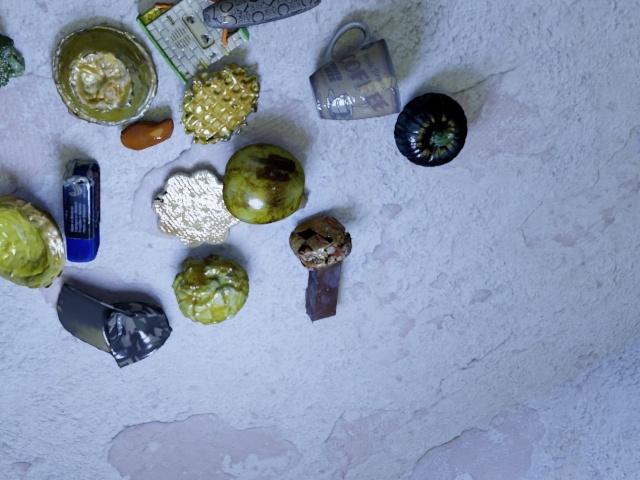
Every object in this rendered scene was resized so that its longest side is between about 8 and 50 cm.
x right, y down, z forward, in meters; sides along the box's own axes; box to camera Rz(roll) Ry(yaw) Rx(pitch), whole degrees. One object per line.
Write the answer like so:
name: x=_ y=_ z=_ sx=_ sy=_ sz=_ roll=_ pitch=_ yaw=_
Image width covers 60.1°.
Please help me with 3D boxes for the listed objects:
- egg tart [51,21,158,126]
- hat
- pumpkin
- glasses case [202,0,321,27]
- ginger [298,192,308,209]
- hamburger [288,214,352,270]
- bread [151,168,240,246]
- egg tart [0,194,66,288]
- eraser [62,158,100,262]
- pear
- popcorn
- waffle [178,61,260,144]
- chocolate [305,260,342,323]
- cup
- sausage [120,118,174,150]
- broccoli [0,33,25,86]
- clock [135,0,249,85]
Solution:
egg tart: x=-0.640 y=-0.472 z=1.634 sx=0.314 sy=0.120 sz=0.315 roll=-4 pitch=118 yaw=-7
hat: x=-0.767 y=0.273 z=2.070 sx=0.381 sy=0.257 sz=0.366 roll=44 pitch=128 yaw=8
pumpkin: x=0.372 y=-0.354 z=1.812 sx=0.247 sy=0.248 sz=0.248 roll=-4 pitch=121 yaw=-7
glasses case: x=-0.158 y=-0.651 z=1.540 sx=0.354 sy=0.137 sz=0.085 roll=-24 pitch=120 yaw=-28
ginger: x=-0.123 y=-0.147 z=1.954 sx=0.165 sy=0.067 sz=0.096 roll=-3 pitch=134 yaw=-7
hamburger: x=0.000 y=0.000 z=1.973 sx=0.230 sy=0.231 sz=0.107 roll=-21 pitch=130 yaw=3
bread: x=-0.427 y=-0.113 z=1.929 sx=0.315 sy=0.054 sz=0.316 roll=-4 pitch=120 yaw=-7
egg tart: x=-0.957 y=-0.006 z=1.808 sx=0.345 sy=0.132 sz=0.346 roll=9 pitch=118 yaw=17
eraser: x=-0.782 y=-0.093 z=1.817 sx=0.101 sy=0.155 sz=0.332 roll=3 pitch=120 yaw=-14
pear: x=-0.183 y=-0.181 z=1.801 sx=0.283 sy=0.284 sz=0.284 roll=-4 pitch=121 yaw=-7
popcorn: x=-0.387 y=0.170 z=1.995 sx=0.282 sy=0.282 sz=0.247 roll=1 pitch=118 yaw=-10
waffle: x=-0.308 y=-0.417 z=1.723 sx=0.262 sy=0.060 sz=0.281 roll=-15 pitch=140 yaw=-24
chocolate: x=0.014 y=0.167 z=2.153 sx=0.111 sy=0.112 sz=0.321 roll=-5 pitch=121 yaw=-18
cup: x=0.092 y=-0.514 z=1.705 sx=0.256 sy=0.227 sz=0.301 roll=-13 pitch=93 yaw=3
sausage: x=-0.544 y=-0.339 z=1.754 sx=0.179 sy=0.089 sz=0.089 roll=-14 pitch=122 yaw=5
broccoli: x=-0.918 y=-0.506 z=1.567 sx=0.138 sy=0.145 sz=0.162 roll=15 pitch=105 yaw=-53
clock: x=-0.362 y=-0.621 z=1.611 sx=0.255 sy=0.106 sz=0.220 roll=-32 pitch=122 yaw=4
